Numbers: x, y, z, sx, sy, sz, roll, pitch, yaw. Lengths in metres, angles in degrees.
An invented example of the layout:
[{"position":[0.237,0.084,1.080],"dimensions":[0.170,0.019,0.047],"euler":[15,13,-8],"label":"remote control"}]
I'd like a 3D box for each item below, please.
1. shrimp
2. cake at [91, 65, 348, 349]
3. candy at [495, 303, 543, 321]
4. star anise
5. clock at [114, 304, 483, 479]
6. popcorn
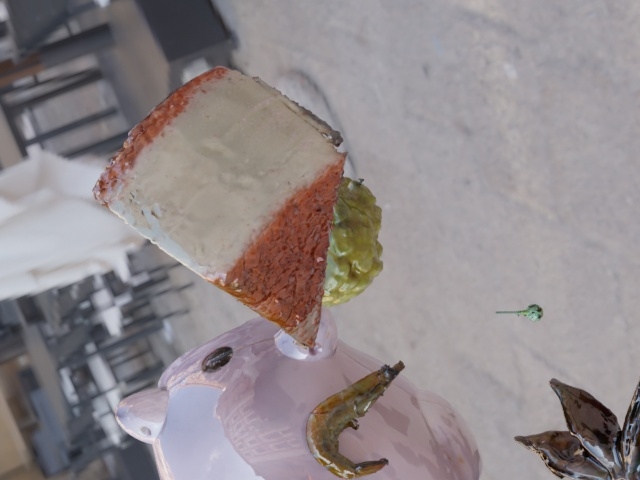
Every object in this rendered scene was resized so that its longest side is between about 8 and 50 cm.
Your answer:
[{"position":[0.046,0.173,1.248],"dimensions":[0.091,0.127,0.025],"euler":[46,174,-7],"label":"shrimp"},{"position":[-0.085,0.014,1.082],"dimensions":[0.158,0.159,0.262],"euler":[35,142,27],"label":"cake"},{"position":[0.273,0.100,1.766],"dimensions":[0.023,0.083,0.025],"euler":[-12,80,53],"label":"candy"},{"position":[0.352,0.260,1.421],"dimensions":[0.288,0.088,0.288],"euler":[23,133,28],"label":"star anise"},{"position":[-0.017,0.266,1.389],"dimensions":[0.377,0.368,0.250],"euler":[57,-168,-32],"label":"clock"},{"position":[0.000,-0.001,1.957],"dimensions":[0.169,0.189,0.218],"euler":[81,-170,-48],"label":"popcorn"}]
